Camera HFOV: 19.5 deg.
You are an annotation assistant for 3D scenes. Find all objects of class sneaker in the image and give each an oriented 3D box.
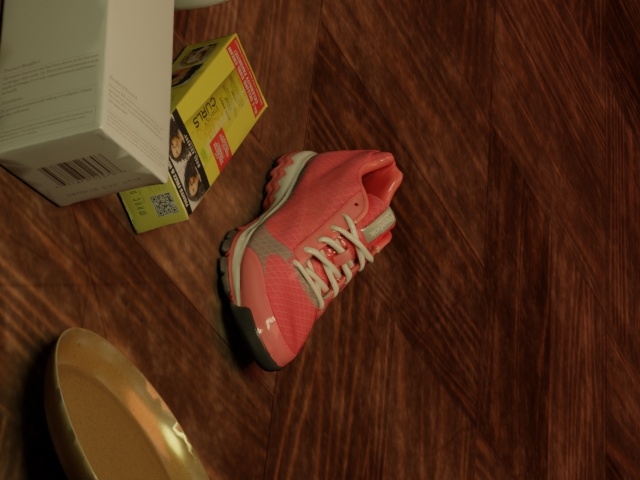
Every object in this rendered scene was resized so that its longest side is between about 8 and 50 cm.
[{"bbox_3d":[0.000,-0.001,1.807,0.116,0.136,0.314,63,28,-29],"label":"sneaker"}]

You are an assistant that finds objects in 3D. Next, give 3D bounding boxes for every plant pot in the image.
[{"bbox_3d":[-0.145,0.176,1.438,0.236,0.032,0.236,55,11,-16],"label":"plant pot"}]

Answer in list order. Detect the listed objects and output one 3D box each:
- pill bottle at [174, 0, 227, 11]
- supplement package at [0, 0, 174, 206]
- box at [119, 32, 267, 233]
[{"bbox_3d":[-0.140,-0.396,1.595,0.361,0.204,0.204,65,26,-27],"label":"pill bottle"},{"bbox_3d":[-0.187,-0.134,1.488,0.105,0.105,0.179,41,44,-54],"label":"supplement package"},{"bbox_3d":[-0.119,-0.101,1.682,0.087,0.058,0.232,67,25,-21],"label":"box"}]
